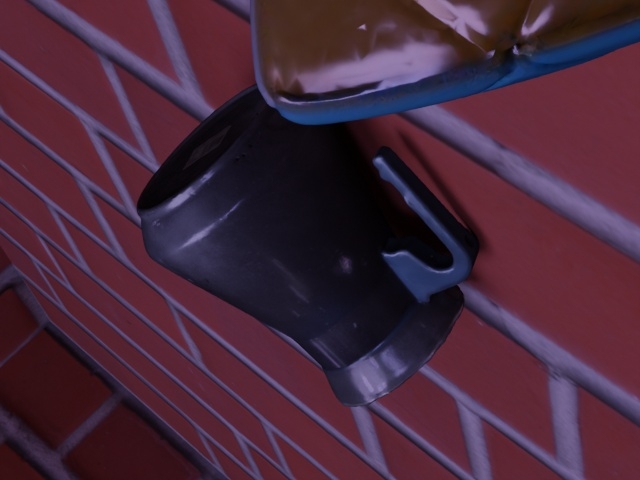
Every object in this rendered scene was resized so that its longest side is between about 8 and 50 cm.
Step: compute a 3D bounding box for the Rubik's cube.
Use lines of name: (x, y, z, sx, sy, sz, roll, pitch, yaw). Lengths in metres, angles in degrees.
Rubik's cube: (0.061, -0.119, 0.479, 0.254, 0.254, 0.254, 41, 161, 17)

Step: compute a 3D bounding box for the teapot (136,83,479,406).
teapot: (0.000, 0.000, 0.987, 0.203, 0.171, 0.225, -29, 114, 40)
